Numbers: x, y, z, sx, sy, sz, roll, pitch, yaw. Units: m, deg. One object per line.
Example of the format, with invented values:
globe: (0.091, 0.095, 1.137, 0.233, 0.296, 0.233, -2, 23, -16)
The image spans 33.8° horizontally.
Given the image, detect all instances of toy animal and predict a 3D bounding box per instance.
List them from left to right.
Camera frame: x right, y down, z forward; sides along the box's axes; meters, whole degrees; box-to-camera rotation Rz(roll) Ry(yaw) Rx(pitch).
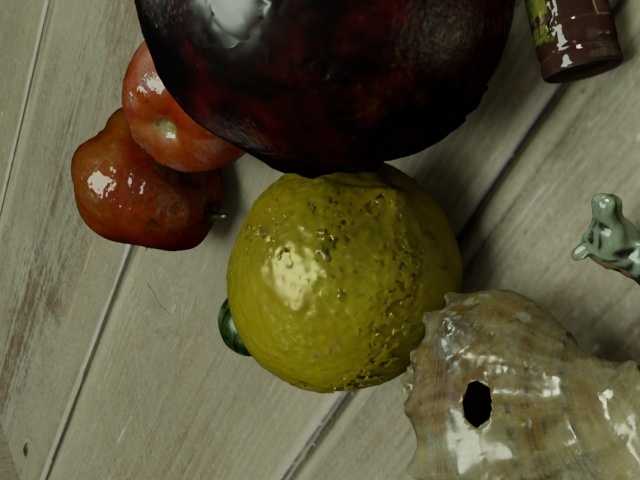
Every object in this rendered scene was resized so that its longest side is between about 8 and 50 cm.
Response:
toy animal: (0.328, 0.046, 0.871, 0.255, 0.089, 0.170, 65, 148, 28)

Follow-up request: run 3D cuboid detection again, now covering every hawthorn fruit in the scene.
hawthorn fruit: (-0.249, -0.081, 1.611, 0.261, 0.224, 0.224, 36, 128, 24)

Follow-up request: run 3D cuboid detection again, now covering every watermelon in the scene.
watermelon: (-0.101, 0.114, 1.518, 0.109, 0.109, 0.109, 17, 111, 54)

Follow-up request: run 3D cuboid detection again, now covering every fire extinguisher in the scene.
fire extinguisher: (0.231, -0.279, 0.976, 0.075, 0.106, 0.252, 43, -144, -82)

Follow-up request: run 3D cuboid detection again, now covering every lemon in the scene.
lemon: (0.022, 0.044, 1.184, 0.310, 0.258, 0.258, -51, 55, 56)

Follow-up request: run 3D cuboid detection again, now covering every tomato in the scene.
tomato: (-0.171, -0.204, 1.472, 0.208, 0.184, 0.208, 18, 137, 18)

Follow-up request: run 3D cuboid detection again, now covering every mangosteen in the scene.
mangosteen: (-0.001, -0.271, 1.042, 0.381, 0.381, 0.421, -30, 64, 55)

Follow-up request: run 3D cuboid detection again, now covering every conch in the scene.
conch: (0.169, 0.171, 0.987, 0.324, 0.186, 0.263, 168, 114, -67)
